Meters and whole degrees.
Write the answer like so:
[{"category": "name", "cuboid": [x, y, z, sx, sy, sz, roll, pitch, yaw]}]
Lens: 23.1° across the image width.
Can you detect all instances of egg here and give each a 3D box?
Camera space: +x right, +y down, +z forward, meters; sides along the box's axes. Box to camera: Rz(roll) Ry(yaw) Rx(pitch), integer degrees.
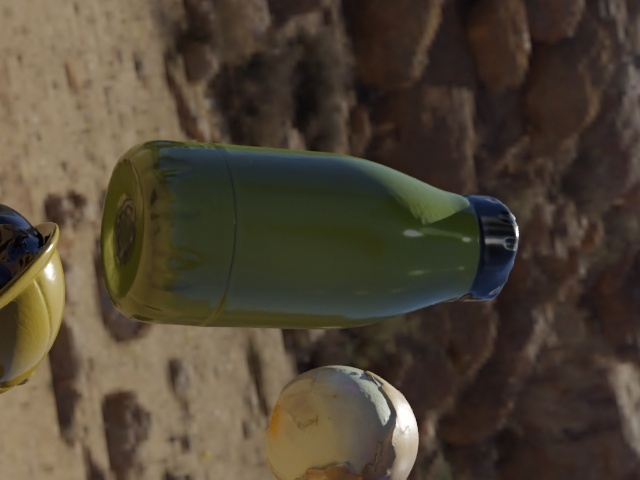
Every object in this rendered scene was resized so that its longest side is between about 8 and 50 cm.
[{"category": "egg", "cuboid": [0.013, 0.097, 0.767, 0.083, 0.071, 0.071, 22, 56, -63]}]

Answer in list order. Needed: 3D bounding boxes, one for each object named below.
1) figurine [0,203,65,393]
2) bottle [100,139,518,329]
[{"category": "figurine", "cuboid": [-0.308, 0.025, 1.186, 0.257, 0.192, 0.167, 39, 41, -44]}, {"category": "bottle", "cuboid": [0.000, 0.000, 0.978, 0.112, 0.260, 0.112, -177, -90, -65]}]
